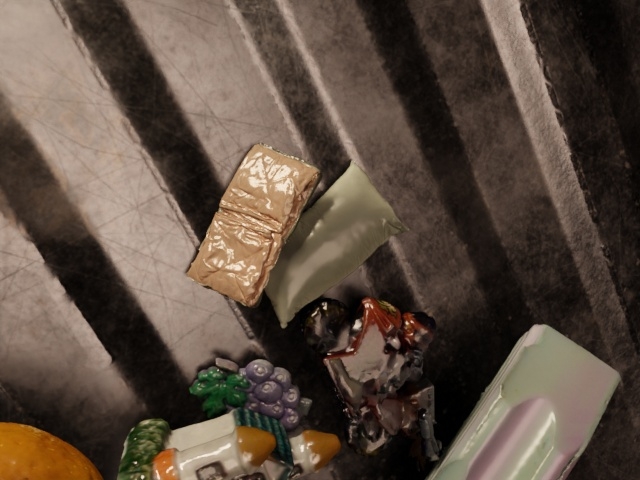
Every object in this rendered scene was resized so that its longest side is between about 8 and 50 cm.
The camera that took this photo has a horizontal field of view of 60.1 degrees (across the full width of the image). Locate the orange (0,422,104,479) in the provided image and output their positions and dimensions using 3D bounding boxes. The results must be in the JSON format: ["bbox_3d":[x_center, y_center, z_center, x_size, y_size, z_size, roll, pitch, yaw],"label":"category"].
[{"bbox_3d":[-0.415,0.380,0.643,0.340,0.293,0.341,-7,101,-37],"label":"orange"}]

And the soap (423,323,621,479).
[{"bbox_3d":[0.291,0.358,0.905,0.156,0.261,0.446,36,82,18],"label":"soap"}]

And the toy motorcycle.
[{"bbox_3d":[0.119,0.252,0.909,0.207,0.134,0.401,-23,104,-10],"label":"toy motorcycle"}]

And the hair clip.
[{"bbox_3d":[-0.105,0.237,0.870,0.195,0.052,0.124,15,103,-17],"label":"hair clip"}]

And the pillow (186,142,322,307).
[{"bbox_3d":[-0.098,-0.025,0.804,0.126,0.043,0.233,26,88,22],"label":"pillow"}]

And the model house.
[{"bbox_3d":[-0.102,0.361,0.790,0.300,0.190,0.272,-20,105,-9],"label":"model house"}]

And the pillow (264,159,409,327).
[{"bbox_3d":[-0.001,0.000,0.852,0.254,0.078,0.144,-37,90,-11],"label":"pillow"}]
